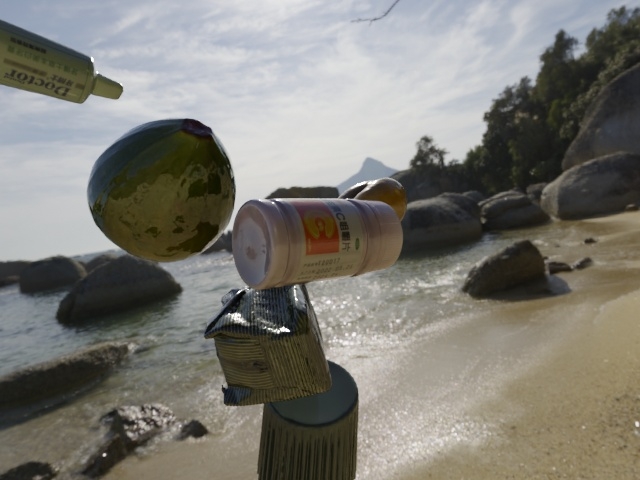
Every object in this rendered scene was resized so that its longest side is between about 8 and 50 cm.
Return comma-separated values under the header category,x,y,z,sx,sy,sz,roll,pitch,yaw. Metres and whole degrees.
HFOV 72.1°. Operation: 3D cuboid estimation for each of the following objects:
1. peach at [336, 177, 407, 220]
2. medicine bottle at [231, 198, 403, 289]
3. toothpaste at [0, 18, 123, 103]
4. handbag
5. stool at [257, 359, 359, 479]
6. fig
category,x,y,z,sx,sy,sz,roll,pitch,yaw
peach,0.092,-0.058,0.888,0.179,0.103,0.179,-37,14,11
medicine bottle,0.000,0.000,0.690,0.250,0.133,0.133,-2,-2,-38
toothpaste,-0.249,-0.139,0.303,0.218,0.064,0.041,8,32,-45
handbag,-0.120,0.222,1.026,0.240,0.247,0.340,-15,12,0
stool,-0.033,0.535,1.240,0.298,0.329,0.297,2,29,-1
fig,-0.312,-0.120,0.916,0.317,0.315,0.316,-9,3,0
